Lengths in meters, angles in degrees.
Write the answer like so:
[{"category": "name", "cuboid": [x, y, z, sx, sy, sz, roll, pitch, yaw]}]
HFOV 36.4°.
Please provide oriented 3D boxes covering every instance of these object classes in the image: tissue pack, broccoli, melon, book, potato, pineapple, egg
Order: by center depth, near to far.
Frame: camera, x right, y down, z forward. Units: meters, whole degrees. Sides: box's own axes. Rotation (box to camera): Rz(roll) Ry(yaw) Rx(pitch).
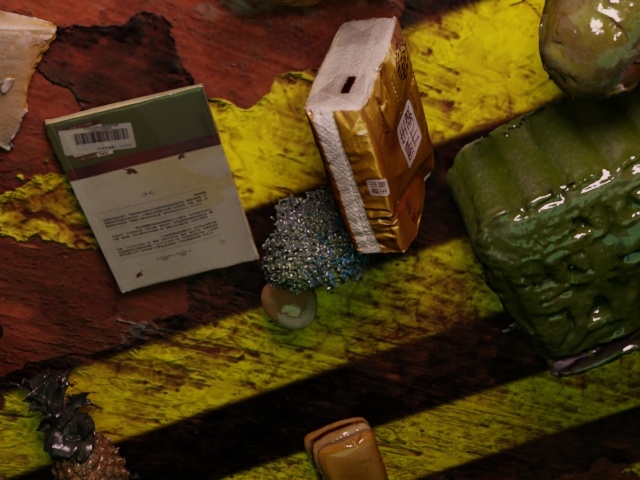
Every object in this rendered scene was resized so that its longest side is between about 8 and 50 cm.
[{"category": "potato", "cuboid": [0.340, -0.297, 1.079, 0.141, 0.176, 0.298, 18, 100, -32]}, {"category": "melon", "cuboid": [-0.370, -0.175, 1.096, 0.098, 0.054, 0.182, 4, 130, -36]}, {"category": "tissue pack", "cuboid": [0.063, -0.121, 1.143, 0.092, 0.183, 0.226, 0, 135, 25]}, {"category": "book", "cuboid": [-0.205, -0.058, 1.235, 0.201, 0.026, 0.289, -14, 131, -1]}, {"category": "broccoli", "cuboid": [0.000, 0.000, 1.271, 0.155, 0.167, 0.160, 16, 163, -11]}, {"category": "egg", "cuboid": [-0.044, 0.087, 1.367, 0.083, 0.071, 0.071, 17, 124, -21]}, {"category": "pineapple", "cuboid": [-0.367, 0.291, 1.453, 0.125, 0.125, 0.251, -16, 121, 1]}]

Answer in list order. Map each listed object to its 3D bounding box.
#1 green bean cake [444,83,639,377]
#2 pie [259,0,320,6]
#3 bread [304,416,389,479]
[{"category": "green bean cake", "cuboid": [0.358, -0.015, 1.279, 0.335, 0.218, 0.319, -30, 129, 10]}, {"category": "pie", "cuboid": [-0.010, -0.292, 1.014, 0.218, 0.052, 0.185, -5, 176, -21]}, {"category": "bread", "cuboid": [0.048, 0.383, 1.640, 0.116, 0.077, 0.200, -21, 132, -6]}]
